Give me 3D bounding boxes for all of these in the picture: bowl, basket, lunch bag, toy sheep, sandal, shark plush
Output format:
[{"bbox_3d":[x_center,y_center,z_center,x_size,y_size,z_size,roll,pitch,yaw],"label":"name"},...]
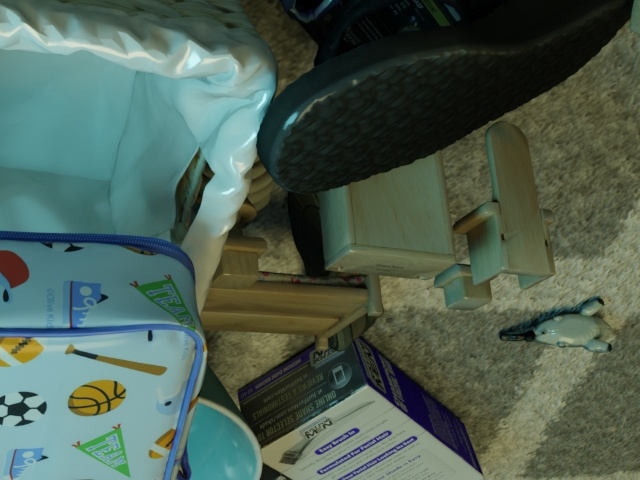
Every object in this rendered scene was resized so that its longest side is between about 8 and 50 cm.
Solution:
[{"bbox_3d":[-0.234,0.217,1.104,0.311,0.163,0.312,-8,132,-9],"label":"bowl"},{"bbox_3d":[-0.244,-0.091,0.737,0.331,0.266,0.328,5,131,-22],"label":"basket"},{"bbox_3d":[-0.207,0.129,0.702,0.243,0.115,0.303,0,133,-23],"label":"lunch bag"},{"bbox_3d":[-0.086,-0.067,0.943,0.091,0.091,0.132,-11,133,-8],"label":"toy sheep"},{"bbox_3d":[0.096,-0.150,0.762,0.445,0.107,0.167,-26,163,-43],"label":"sandal"},{"bbox_3d":[0.329,0.136,1.303,0.161,0.073,0.067,-15,166,-11],"label":"shark plush"}]

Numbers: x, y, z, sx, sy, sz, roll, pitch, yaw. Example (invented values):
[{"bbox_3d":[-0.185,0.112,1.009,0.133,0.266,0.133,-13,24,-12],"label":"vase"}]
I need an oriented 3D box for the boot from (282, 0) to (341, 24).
[{"bbox_3d":[0.034,-0.242,0.675,0.069,0.086,0.190,20,127,-33],"label":"boot"}]

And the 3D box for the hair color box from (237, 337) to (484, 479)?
[{"bbox_3d":[0.063,0.270,1.302,0.185,0.110,0.339,-33,136,15],"label":"hair color box"}]

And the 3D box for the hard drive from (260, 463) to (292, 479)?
[{"bbox_3d":[-0.032,0.451,1.476,0.237,0.064,0.339,-40,131,20],"label":"hard drive"}]

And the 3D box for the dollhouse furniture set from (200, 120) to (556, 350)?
[{"bbox_3d":[0.000,0.000,0.945,0.303,0.174,0.355,6,156,-25],"label":"dollhouse furniture set"}]

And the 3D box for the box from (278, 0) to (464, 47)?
[{"bbox_3d":[0.052,-0.331,0.728,0.318,0.097,0.395,-34,134,17],"label":"box"}]

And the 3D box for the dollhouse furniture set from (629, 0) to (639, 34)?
[{"bbox_3d":[0.357,-0.314,0.785,0.262,0.135,0.259,-37,141,-31],"label":"dollhouse furniture set"}]

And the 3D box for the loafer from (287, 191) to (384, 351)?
[{"bbox_3d":[0.024,0.013,1.065,0.084,0.096,0.268,-28,139,-19],"label":"loafer"}]
